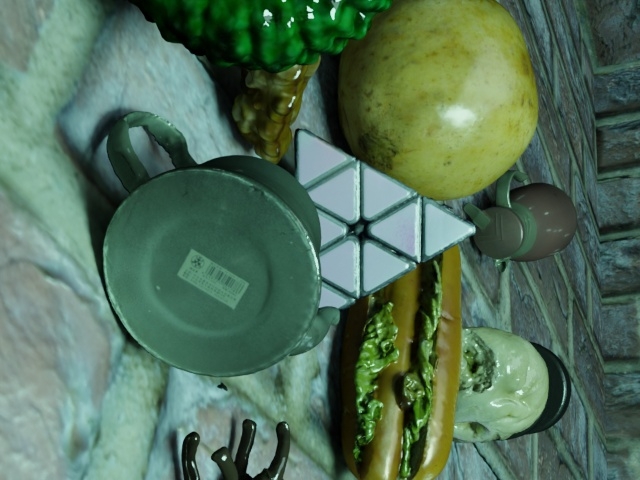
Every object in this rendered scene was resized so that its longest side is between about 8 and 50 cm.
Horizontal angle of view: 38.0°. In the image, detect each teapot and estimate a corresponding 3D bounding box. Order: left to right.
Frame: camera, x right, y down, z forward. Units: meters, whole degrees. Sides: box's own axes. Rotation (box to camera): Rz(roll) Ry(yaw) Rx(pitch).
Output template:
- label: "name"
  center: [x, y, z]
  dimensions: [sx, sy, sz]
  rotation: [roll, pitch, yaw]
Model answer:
- label: "teapot"
  center: [-0.072, -0.006, 0.723]
  dimensions: [0.239, 0.162, 0.149]
  rotation: [46, 23, -7]

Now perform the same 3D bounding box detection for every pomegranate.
- label: "pomegranate"
  center: [0.135, -0.175, 1.107]
  dimensions: [0.260, 0.260, 0.260]
  rotation: [-8, 90, -66]

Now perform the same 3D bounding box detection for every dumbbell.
- label: "dumbbell"
  center: [0.296, 0.227, 1.440]
  dimensions: [0.218, 0.152, 0.152]
  rotation: [18, 67, -64]

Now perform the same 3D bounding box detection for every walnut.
- label: "walnut"
  center: [-0.040, -0.154, 0.862]
  dimensions: [0.170, 0.069, 0.143]
  rotation: [111, -8, -55]

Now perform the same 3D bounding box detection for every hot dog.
- label: "hot dog"
  center: [0.091, 0.123, 1.037]
  dimensions: [0.100, 0.135, 0.337]
  rotation: [88, 9, -61]

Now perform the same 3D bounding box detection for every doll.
- label: "doll"
  center: [-0.075, 0.231, 0.743]
  dimensions: [0.139, 0.057, 0.165]
  rotation: [12, 80, -66]

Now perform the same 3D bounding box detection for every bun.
- label: "bun"
  center: [0.201, 0.193, 1.207]
  dimensions: [0.193, 0.178, 0.128]
  rotation: [53, 39, -51]

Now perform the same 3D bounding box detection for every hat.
- label: "hat"
  center: [-0.051, -0.297, 0.746]
  dimensions: [0.274, 0.242, 0.332]
  rotation: [52, 18, -21]

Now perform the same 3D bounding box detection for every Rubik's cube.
- label: "Rubik's cube"
  center: [0.000, 0.000, 0.963]
  dimensions: [0.190, 0.211, 0.178]
  rotation: [38, 72, -30]

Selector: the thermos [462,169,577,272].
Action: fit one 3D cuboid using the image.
- label: "thermos"
  center: [0.359, -0.040, 1.680]
  dimensions: [0.265, 0.146, 0.176]
  rotation: [-9, 98, -60]
